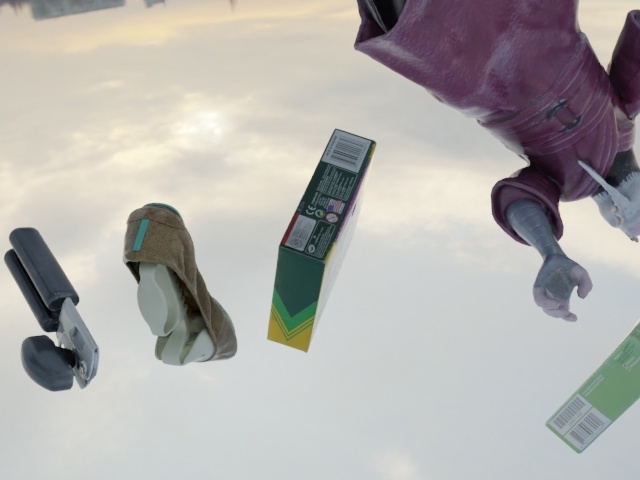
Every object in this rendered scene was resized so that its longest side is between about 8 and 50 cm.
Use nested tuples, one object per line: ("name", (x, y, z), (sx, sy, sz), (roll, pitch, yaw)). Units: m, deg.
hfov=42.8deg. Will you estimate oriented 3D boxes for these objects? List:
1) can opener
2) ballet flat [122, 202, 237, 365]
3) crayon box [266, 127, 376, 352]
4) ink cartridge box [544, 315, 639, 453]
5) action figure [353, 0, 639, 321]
("can opener", (-0.378, 0.088, 1.093), (0.095, 0.076, 0.283), (-5, -140, -42))
("ballet flat", (-0.209, 0.102, 1.185), (0.116, 0.342, 0.124), (3, -134, 14))
("crayon box", (0.000, 0.000, 1.724), (0.106, 0.313, 0.362), (19, -131, 6))
("ink cartridge box", (0.363, 0.120, 0.912), (0.056, 0.171, 0.235), (41, -136, 18))
("action figure", (0.158, -0.117, 0.649), (0.248, 0.370, 0.276), (-47, -151, -2))
